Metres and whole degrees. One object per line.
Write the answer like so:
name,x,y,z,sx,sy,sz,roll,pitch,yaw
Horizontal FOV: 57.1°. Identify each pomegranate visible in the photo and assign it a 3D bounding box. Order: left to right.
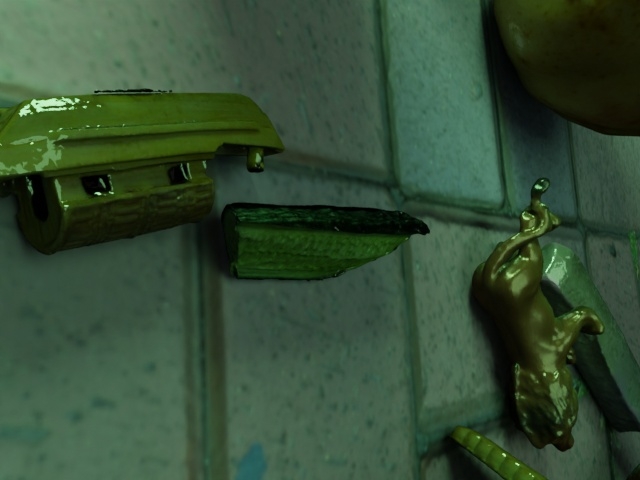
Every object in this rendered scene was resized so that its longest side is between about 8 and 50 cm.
pomegranate,0.414,-0.341,0.765,0.411,0.411,0.411,11,74,-44

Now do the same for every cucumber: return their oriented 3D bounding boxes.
cucumber,0.000,0.000,0.480,0.220,0.070,0.046,2,42,-44

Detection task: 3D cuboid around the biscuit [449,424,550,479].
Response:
biscuit,0.257,0.281,0.600,0.254,0.172,0.029,41,82,-28

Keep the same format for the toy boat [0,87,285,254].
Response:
toy boat,-0.112,-0.048,0.372,0.226,0.068,0.088,-16,99,-49

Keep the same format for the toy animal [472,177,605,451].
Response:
toy animal,0.250,0.102,0.694,0.157,0.097,0.312,-35,105,-37

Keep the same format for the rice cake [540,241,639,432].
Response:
rice cake,0.401,0.159,0.856,0.399,0.064,0.070,51,60,-26

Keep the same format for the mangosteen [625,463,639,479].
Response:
mangosteen,0.529,0.434,0.771,0.360,0.306,0.306,-11,90,-36
